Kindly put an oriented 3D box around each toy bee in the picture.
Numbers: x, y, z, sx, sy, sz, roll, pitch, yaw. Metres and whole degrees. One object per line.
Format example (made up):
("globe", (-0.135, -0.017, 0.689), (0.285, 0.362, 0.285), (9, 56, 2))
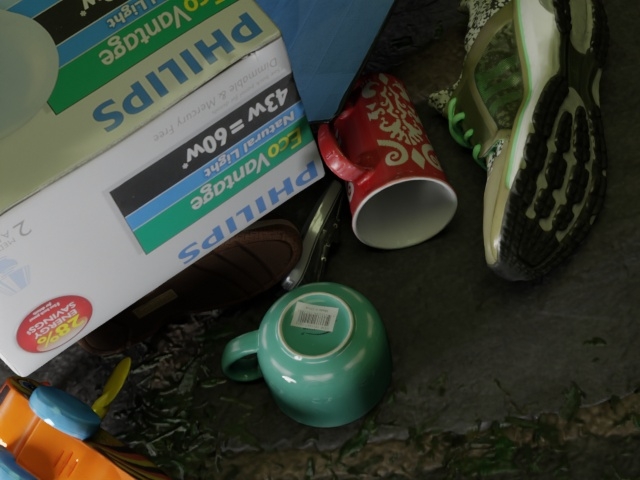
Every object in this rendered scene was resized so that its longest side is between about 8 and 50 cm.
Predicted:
("toy bee", (-0.256, 0.176, 1.247), (0.195, 0.162, 0.298), (-37, 90, 3))

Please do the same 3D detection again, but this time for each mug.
("mug", (0.065, -0.100, 1.365), (0.113, 0.150, 0.169), (-21, 51, 8))
("mug", (-0.009, 0.113, 1.265), (0.158, 0.097, 0.129), (-32, 58, -11))

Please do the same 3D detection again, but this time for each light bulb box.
("light bulb box", (-0.248, -0.140, 1.202), (0.358, 0.225, 0.361), (-34, 60, -9))

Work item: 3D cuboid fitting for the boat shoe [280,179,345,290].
("boat shoe", (0.000, 0.000, 1.373), (0.040, 0.049, 0.142), (29, 61, -9))

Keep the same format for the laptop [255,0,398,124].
("laptop", (-0.118, -0.334, 1.429), (0.408, 0.236, 0.382), (29, 66, -6))

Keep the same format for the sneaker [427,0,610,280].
("sneaker", (0.202, -0.131, 1.395), (0.182, 0.158, 0.410), (-14, 52, 39))

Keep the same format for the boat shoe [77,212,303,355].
("boat shoe", (-0.145, 0.023, 1.339), (0.257, 0.095, 0.095), (-22, 41, 6))
